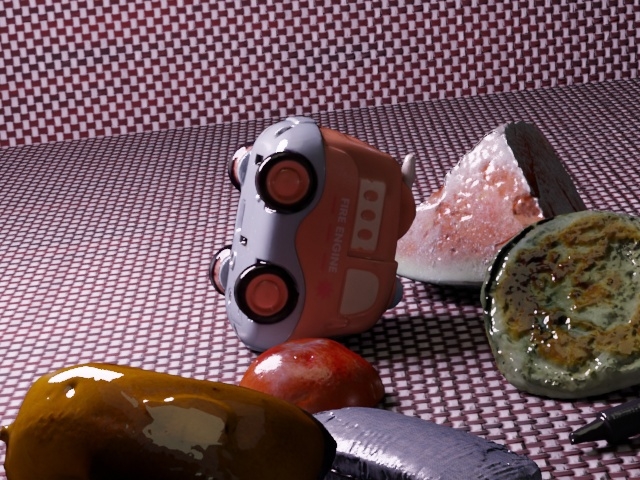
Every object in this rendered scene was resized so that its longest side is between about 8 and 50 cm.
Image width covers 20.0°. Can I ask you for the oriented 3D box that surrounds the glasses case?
[{"bbox_3d":[0.075,0.196,1.599,0.109,0.067,0.282,-14,14,-38],"label":"glasses case"}]

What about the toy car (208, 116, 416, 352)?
[{"bbox_3d":[0.000,0.000,2.076,0.212,0.271,0.180,10,5,-15],"label":"toy car"}]

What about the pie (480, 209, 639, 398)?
[{"bbox_3d":[0.277,0.068,1.866,0.240,0.054,0.240,-7,54,9],"label":"pie"}]

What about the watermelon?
[{"bbox_3d":[0.203,-0.041,2.216,0.261,0.201,0.213,-4,6,27],"label":"watermelon"}]

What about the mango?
[{"bbox_3d":[-0.133,0.189,1.547,0.287,0.153,0.201,8,-15,12],"label":"mango"}]

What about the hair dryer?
[{"bbox_3d":[0.342,0.143,1.716,0.255,0.070,0.128,-14,15,-13],"label":"hair dryer"}]

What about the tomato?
[{"bbox_3d":[-0.010,0.138,1.862,0.155,0.069,0.155,-5,15,1],"label":"tomato"}]
